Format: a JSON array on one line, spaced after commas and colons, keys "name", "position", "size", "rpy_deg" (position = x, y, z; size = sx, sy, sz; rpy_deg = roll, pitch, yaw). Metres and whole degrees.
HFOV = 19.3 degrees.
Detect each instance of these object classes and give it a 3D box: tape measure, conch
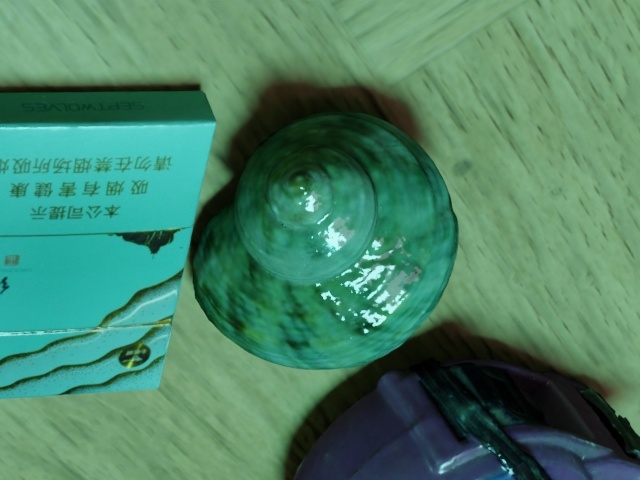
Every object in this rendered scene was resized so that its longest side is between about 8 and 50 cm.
[{"name": "tape measure", "position": [0.101, 0.196, 1.409], "size": [0.231, 0.149, 0.245], "rpy_deg": [-48, 138, 17]}, {"name": "conch", "position": [0.000, 0.004, 1.204], "size": [0.176, 0.122, 0.188], "rpy_deg": [2, 130, 7]}]

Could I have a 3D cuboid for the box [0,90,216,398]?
[{"name": "box", "position": [-0.163, 0.008, 1.188], "size": [0.162, 0.041, 0.229], "rpy_deg": [-2, 131, -21]}]
